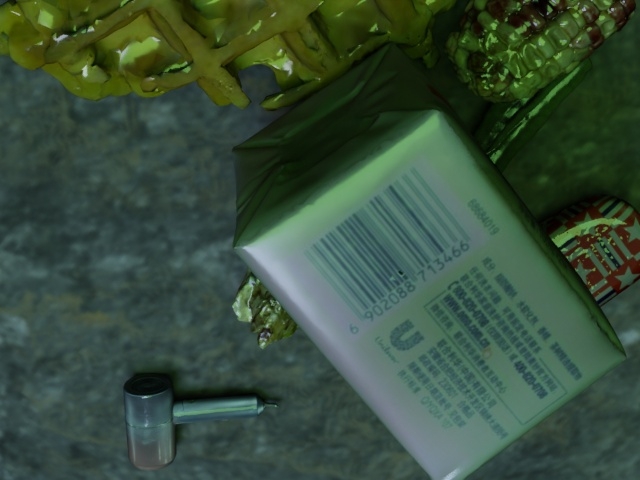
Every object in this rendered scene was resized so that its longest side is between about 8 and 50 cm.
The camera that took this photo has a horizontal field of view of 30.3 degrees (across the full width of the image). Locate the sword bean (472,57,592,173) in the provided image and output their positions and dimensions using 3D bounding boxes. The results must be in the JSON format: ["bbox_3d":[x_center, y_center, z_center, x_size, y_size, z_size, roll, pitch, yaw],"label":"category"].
[{"bbox_3d":[0.095,-0.023,0.830,0.043,0.038,0.269,37,104,13],"label":"sword bean"}]

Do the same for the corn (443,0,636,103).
[{"bbox_3d":[0.193,-0.199,0.738,0.098,0.098,0.290,40,97,-13],"label":"corn"}]

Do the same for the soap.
[{"bbox_3d":[0.056,0.006,0.706,0.138,0.182,0.199,-37,109,8],"label":"soap"}]

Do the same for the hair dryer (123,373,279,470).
[{"bbox_3d":[-0.087,0.131,0.876,0.114,0.037,0.063,-4,110,-8],"label":"hair dryer"}]

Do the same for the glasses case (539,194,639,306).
[{"bbox_3d":[0.145,0.037,0.842,0.194,0.049,0.073,-36,103,9],"label":"glasses case"}]

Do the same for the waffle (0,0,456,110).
[{"bbox_3d":[-0.034,-0.238,0.661,0.379,0.095,0.382,-2,128,-24],"label":"waffle"}]

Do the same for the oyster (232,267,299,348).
[{"bbox_3d":[0.003,0.000,0.824,0.108,0.053,0.166,17,106,-8],"label":"oyster"}]
